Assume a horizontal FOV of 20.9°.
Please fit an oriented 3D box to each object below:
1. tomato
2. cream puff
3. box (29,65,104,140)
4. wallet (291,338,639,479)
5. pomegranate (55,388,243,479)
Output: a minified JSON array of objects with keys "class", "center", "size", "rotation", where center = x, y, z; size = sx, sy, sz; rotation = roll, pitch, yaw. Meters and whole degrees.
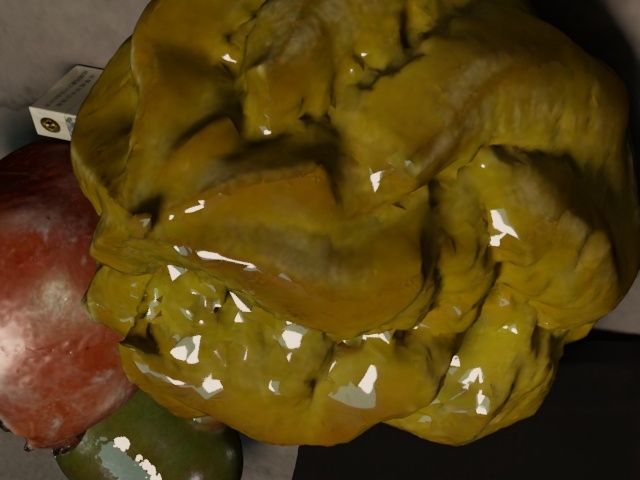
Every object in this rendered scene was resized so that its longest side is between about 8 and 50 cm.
[{"class":"tomato","center":[-0.152,0.020,1.127],"size":[0.155,0.214,0.181],"rotation":[-27,114,9]},{"class":"cream puff","center":[0.000,0.001,0.922],"size":[0.291,0.257,0.324],"rotation":[36,142,8]},{"class":"box","center":[-0.137,-0.084,1.108],"size":[0.083,0.054,0.024],"rotation":[13,132,31]},{"class":"wallet","center":[0.085,0.211,1.011],"size":[0.247,0.323,0.041],"rotation":[-1,162,25]},{"class":"pomegranate","center":[-0.104,0.124,1.252],"size":[0.191,0.131,0.152],"rotation":[-38,95,30]}]
